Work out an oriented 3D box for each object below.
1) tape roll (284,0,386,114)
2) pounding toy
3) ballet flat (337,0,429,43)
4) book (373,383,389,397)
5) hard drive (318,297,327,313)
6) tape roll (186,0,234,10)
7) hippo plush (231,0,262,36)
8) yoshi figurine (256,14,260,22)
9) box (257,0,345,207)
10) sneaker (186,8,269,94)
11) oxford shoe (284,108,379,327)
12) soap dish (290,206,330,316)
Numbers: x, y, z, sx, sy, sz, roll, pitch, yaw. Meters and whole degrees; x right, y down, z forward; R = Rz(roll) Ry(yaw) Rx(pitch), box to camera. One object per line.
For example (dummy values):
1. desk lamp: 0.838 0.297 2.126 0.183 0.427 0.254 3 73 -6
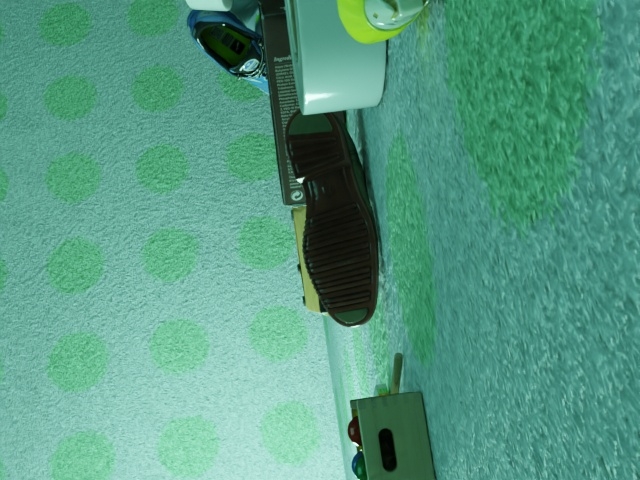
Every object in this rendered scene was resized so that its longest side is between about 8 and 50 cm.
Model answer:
1. tape roll: 0.009 -0.303 0.926 0.286 0.100 0.286 172 90 -87
2. pounding toy: 0.080 0.246 0.992 0.206 0.094 0.181 99 163 -78
3. ballet flat: 0.058 -0.221 0.566 0.231 0.077 0.077 92 154 -59
4. book: 0.110 0.317 1.196 0.144 0.035 0.096 -103 9 -56
5. hard drive: 0.039 0.056 1.268 0.022 0.094 0.135 -109 12 -71
6. tape roll: -0.200 -0.615 1.336 0.392 0.072 0.392 4 -90 -89
7. hippo plush: -0.134 -0.581 1.636 0.294 0.234 0.236 89 172 -68
8. yoshi figurine: -0.141 -0.717 2.040 0.203 0.204 0.362 150 116 -69
9. box: -0.031 -0.277 1.394 0.191 0.143 0.381 -101 3 -54
10. sneaker: -0.131 -0.366 1.530 0.129 0.330 0.147 -56 20 25
11. oxford shoe: 0.041 -0.040 1.170 0.130 0.123 0.348 -2 -97 -67
12. soap dish: 0.000 0.000 1.634 0.229 0.118 0.290 -104 6 -63
